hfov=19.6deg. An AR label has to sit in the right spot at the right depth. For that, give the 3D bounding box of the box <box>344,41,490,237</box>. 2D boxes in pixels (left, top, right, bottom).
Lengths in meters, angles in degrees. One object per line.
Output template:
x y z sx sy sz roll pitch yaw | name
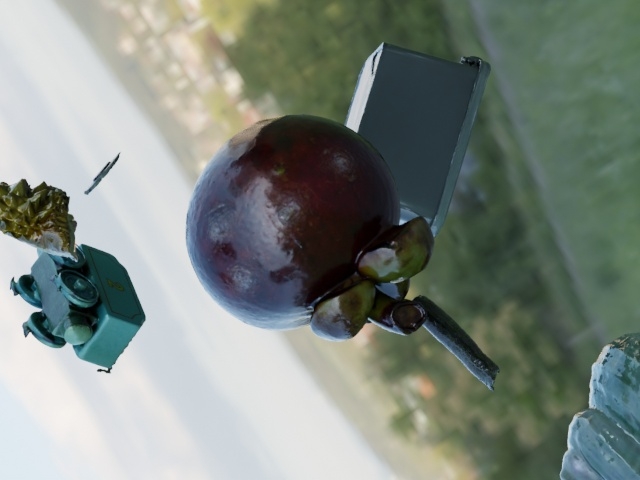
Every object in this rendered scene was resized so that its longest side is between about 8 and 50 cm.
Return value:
0.098 -0.119 2.236 0.135 0.243 0.163 19 170 -7 | box

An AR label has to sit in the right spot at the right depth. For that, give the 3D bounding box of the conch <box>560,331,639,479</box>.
0.369 0.178 1.893 0.195 0.277 0.220 62 177 12 | conch

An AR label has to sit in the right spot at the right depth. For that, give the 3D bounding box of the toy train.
-0.343 0.087 2.673 0.163 0.112 0.203 22 -152 -35 | toy train

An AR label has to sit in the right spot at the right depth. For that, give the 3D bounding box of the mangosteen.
0.000 0.000 1.744 0.257 0.215 0.215 33 168 23 | mangosteen

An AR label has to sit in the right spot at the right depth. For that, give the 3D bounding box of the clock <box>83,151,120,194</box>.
-0.296 -0.092 2.527 0.010 0.074 0.083 40 -171 -9 | clock

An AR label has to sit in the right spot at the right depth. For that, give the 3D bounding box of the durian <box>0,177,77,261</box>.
-0.337 -0.030 2.252 0.140 0.078 0.224 28 178 -35 | durian

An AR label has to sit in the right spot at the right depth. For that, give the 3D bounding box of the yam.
0.135 0.101 1.810 0.129 0.027 0.033 45 168 34 | yam
